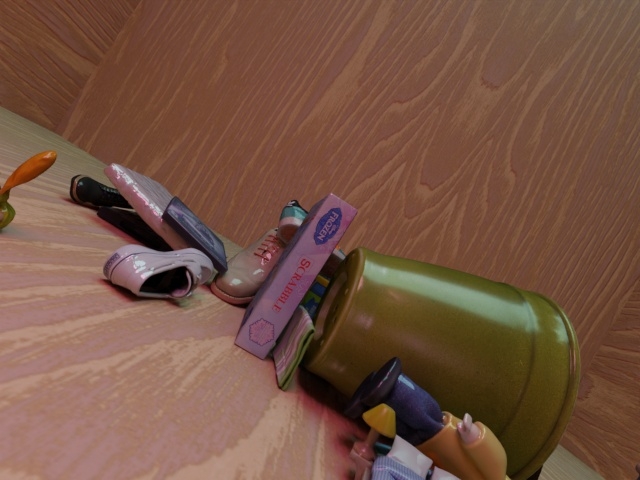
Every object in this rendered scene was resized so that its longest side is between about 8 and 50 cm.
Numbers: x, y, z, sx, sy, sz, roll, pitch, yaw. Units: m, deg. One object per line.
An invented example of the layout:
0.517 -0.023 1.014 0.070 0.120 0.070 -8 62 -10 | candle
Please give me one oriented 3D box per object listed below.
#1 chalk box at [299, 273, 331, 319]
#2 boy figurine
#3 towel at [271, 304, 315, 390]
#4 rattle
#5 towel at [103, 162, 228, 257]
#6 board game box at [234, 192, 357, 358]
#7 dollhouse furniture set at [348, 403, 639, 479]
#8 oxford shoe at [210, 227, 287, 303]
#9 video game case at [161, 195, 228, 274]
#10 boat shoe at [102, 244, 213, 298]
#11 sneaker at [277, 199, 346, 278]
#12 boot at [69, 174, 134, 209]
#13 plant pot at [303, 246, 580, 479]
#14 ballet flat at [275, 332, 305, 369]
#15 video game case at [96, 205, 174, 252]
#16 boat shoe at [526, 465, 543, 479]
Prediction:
0.000 0.191 1.093 0.289 0.179 0.180 28 -3 39 | chalk box
0.165 0.294 0.545 0.285 0.177 0.092 45 43 6 | boy figurine
-0.051 0.176 0.699 0.023 0.113 0.152 26 0 -10 | towel
-0.491 -0.114 0.536 0.200 0.142 0.130 38 16 1 | rattle
-0.406 -0.052 1.118 0.332 0.053 0.317 47 -3 -1 | towel
-0.059 0.060 0.870 0.066 0.317 0.319 33 -2 -6 | board game box
0.165 0.239 0.339 0.304 0.198 0.286 30 -3 17 | dollhouse furniture set
-0.161 0.040 1.125 0.141 0.146 0.397 31 27 7 | oxford shoe
-0.325 -0.022 1.066 0.196 0.026 0.274 48 -2 -21 | video game case
-0.262 0.069 0.727 0.084 0.095 0.258 35 9 17 | boat shoe
0.000 0.000 1.152 0.108 0.120 0.302 -20 -46 30 | sneaker
-0.568 -0.125 1.101 0.137 0.076 0.198 10 0 -4 | boot
0.172 0.186 0.734 0.353 0.366 0.366 26 -2 -7 | plant pot
-0.017 0.241 0.832 0.189 0.070 0.070 34 -3 -7 | ballet flat
-0.472 -0.013 1.185 0.248 0.035 0.275 32 -2 -2 | video game case
0.400 0.475 0.890 0.258 0.095 0.095 33 -9 -37 | boat shoe
